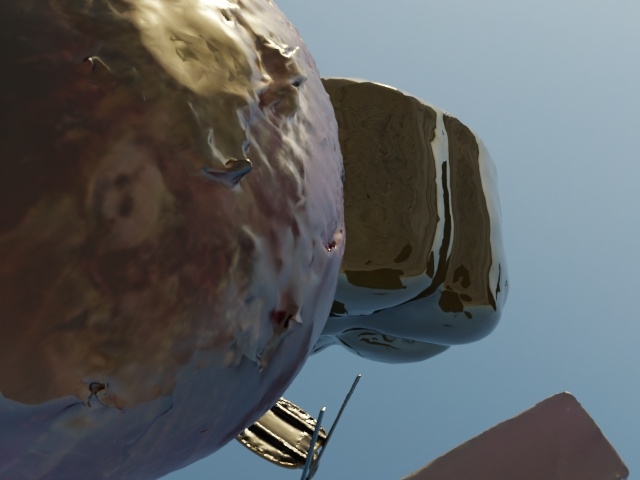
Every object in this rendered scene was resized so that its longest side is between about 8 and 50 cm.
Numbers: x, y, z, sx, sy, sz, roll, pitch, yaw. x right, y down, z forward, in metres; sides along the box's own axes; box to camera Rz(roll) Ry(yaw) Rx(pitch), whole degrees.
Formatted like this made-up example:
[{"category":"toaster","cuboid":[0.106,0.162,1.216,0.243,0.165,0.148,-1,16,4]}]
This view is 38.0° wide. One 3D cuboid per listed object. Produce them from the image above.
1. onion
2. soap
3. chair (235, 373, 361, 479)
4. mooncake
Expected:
[{"category":"onion","cuboid":[-0.185,-0.007,0.538,0.348,0.385,0.347,25,-132,-32]},{"category":"soap","cuboid":[0.130,0.305,0.889,0.285,0.296,0.107,-26,-124,-15]},{"category":"chair","cuboid":[-0.060,0.290,1.476,0.159,0.246,0.172,30,-154,19]},{"category":"mooncake","cuboid":[0.000,0.000,1.187,0.467,0.467,0.262,7,-111,-12]}]
